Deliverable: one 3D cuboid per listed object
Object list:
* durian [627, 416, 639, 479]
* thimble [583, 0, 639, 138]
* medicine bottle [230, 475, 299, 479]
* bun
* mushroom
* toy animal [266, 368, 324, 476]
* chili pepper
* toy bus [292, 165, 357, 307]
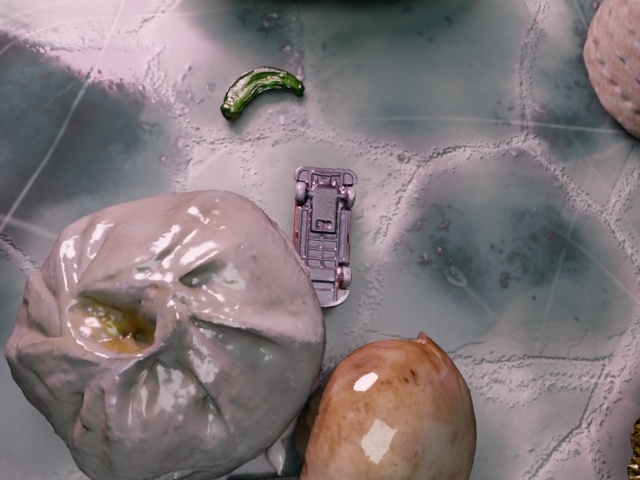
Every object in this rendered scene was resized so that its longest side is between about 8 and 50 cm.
[{"bbox_3d":[0.471,0.272,0.914,0.224,0.291,0.291,5,78,11],"label":"durian"},{"bbox_3d":[0.507,-0.274,1.064,0.291,0.195,0.292,3,76,-10],"label":"thimble"},{"bbox_3d":[-0.083,0.315,0.934,0.130,0.080,0.080,-3,79,-7],"label":"medicine bottle"},{"bbox_3d":[-0.168,0.090,0.881,0.354,0.194,0.355,-4,70,11],"label":"bun"},{"bbox_3d":[0.074,0.221,0.911,0.254,0.184,0.255,-3,94,-45],"label":"mushroom"},{"bbox_3d":[-0.047,0.200,0.966,0.071,0.085,0.124,24,90,1],"label":"toy animal"},{"bbox_3d":[-0.082,-0.197,1.065,0.118,0.035,0.055,-23,94,-20],"label":"chili pepper"},{"bbox_3d":[0.000,0.000,1.009,0.079,0.077,0.174,4,79,-6],"label":"toy bus"}]
